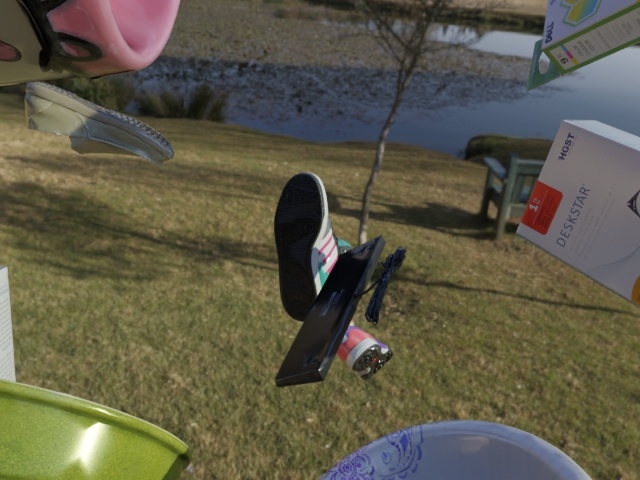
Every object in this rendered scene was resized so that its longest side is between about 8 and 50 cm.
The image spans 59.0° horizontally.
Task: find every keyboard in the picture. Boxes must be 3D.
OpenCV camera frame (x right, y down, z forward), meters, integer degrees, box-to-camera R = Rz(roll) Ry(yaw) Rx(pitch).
[{"bbox_3d":[0.049,0.104,0.942,0.201,0.033,0.317,-27,25,43],"label":"keyboard"}]

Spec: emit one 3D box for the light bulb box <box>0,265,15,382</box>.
[{"bbox_3d":[-0.683,0.235,0.851,0.357,0.361,0.225,1,9,-6],"label":"light bulb box"}]

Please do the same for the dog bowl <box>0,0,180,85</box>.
[{"bbox_3d":[-0.200,-0.316,0.437,0.150,0.408,0.408,8,23,-5],"label":"dog bowl"}]

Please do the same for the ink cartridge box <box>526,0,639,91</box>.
[{"bbox_3d":[0.353,-0.291,0.739,0.062,0.109,0.209,33,-30,-28],"label":"ink cartridge box"}]

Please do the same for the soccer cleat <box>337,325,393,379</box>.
[{"bbox_3d":[0.099,0.270,1.406,0.116,0.108,0.318,43,-3,23],"label":"soccer cleat"}]

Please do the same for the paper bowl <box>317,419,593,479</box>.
[{"bbox_3d":[0.102,0.293,0.448,0.284,0.148,0.284,-23,16,7],"label":"paper bowl"}]

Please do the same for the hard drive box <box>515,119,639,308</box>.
[{"bbox_3d":[0.403,-0.034,0.742,0.089,0.181,0.232,-9,33,-36],"label":"hard drive box"}]

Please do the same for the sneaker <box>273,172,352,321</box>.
[{"bbox_3d":[0.000,0.000,1.157,0.123,0.296,0.178,10,18,24],"label":"sneaker"}]

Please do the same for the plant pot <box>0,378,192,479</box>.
[{"bbox_3d":[-0.346,0.352,0.532,0.366,0.366,0.353,5,56,6],"label":"plant pot"}]

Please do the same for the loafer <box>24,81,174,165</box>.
[{"bbox_3d":[-0.397,-0.192,1.014,0.268,0.092,0.102,24,11,-12],"label":"loafer"}]
